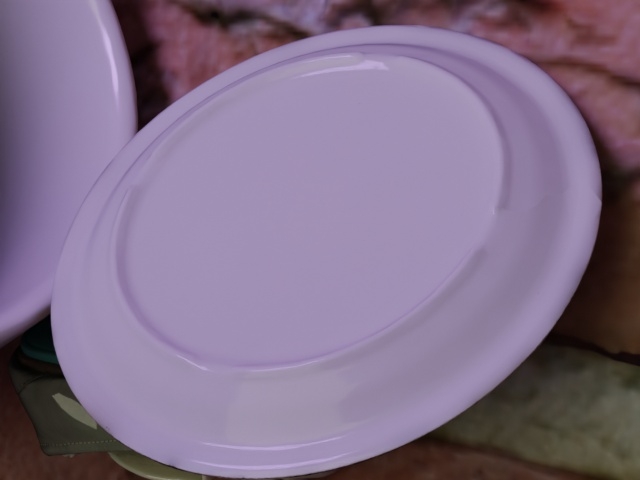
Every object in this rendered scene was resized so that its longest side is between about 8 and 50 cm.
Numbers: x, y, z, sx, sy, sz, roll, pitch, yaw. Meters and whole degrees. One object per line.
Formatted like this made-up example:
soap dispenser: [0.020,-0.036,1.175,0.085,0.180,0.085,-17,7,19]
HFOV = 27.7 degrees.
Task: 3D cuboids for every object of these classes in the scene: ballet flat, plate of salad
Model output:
ballet flat: [-0.035,0.067,0.510,0.213,0.072,0.068,2,114,36]
plate of salad: [0.000,0.000,0.458,0.199,0.048,0.200,-12,47,13]

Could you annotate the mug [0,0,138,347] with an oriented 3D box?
mug: [-0.273,0.020,0.544,0.328,0.276,0.374,-29,68,38]
